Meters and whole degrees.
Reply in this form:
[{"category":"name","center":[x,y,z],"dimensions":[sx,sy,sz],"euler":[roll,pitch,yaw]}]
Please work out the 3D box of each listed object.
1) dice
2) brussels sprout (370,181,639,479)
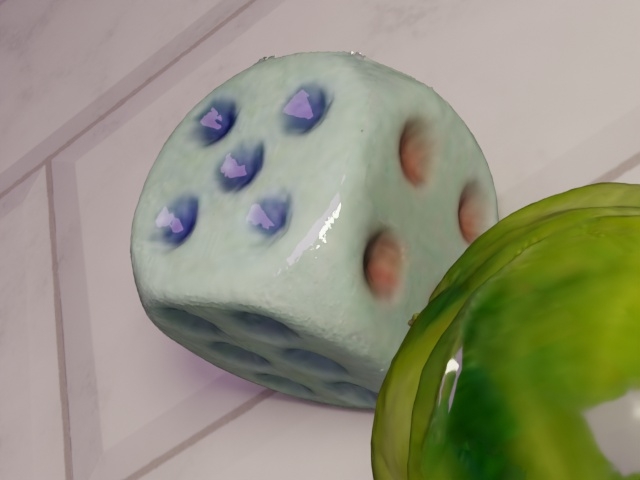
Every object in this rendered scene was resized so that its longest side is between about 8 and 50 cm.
[{"category":"dice","center":[0.000,0.000,0.922],"dimensions":[0.265,0.268,0.262],"euler":[0,63,38]},{"category":"brussels sprout","center":[0.195,0.158,0.580],"dimensions":[0.342,0.361,0.425],"euler":[-32,44,11]}]
